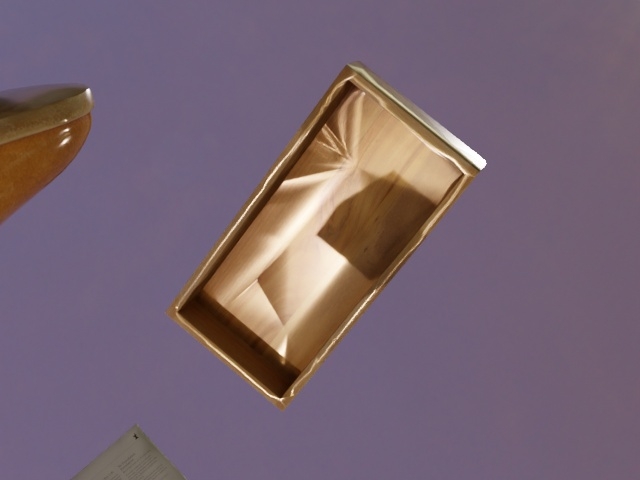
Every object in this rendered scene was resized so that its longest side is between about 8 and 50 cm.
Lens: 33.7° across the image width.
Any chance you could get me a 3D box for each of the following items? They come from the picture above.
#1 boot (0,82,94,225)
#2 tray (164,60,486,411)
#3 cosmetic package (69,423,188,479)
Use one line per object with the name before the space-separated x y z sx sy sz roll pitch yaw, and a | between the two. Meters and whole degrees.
boot | -0.185 0.082 0.415 0.295 0.211 0.104 -31 -158 -20
tray | 0.000 0.000 1.333 0.203 0.411 0.076 40 -159 4
cosmetic package | -0.215 0.271 0.881 0.239 0.060 0.099 -39 -99 -28
